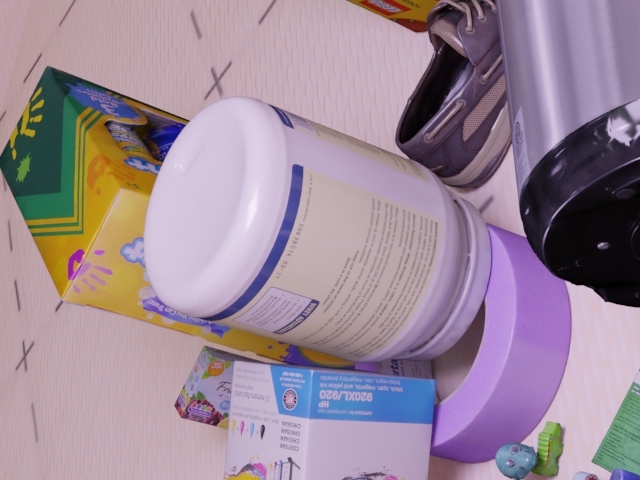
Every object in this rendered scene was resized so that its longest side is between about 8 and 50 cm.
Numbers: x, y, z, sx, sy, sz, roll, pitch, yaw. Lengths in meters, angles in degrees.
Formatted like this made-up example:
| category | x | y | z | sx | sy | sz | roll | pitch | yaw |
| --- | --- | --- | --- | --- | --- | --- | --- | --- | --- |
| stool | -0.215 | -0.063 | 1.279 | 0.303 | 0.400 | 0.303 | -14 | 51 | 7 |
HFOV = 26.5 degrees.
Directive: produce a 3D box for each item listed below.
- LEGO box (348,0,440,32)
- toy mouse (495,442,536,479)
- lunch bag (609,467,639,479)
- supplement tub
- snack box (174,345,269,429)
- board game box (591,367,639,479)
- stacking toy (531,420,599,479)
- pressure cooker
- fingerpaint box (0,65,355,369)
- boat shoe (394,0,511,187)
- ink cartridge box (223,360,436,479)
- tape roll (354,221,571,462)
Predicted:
| category | x | y | z | sx | sy | sz | roll | pitch | yaw |
| --- | --- | --- | --- | --- | --- | --- | --- | --- | --- |
| LEGO box | 0.026 | -0.528 | 1.695 | 0.193 | 0.500 | 0.372 | -4 | 71 | 54 |
| toy mouse | 0.191 | 0.265 | 1.446 | 0.143 | 0.031 | 0.161 | -82 | 15 | -61 |
| lunch bag | 0.236 | 0.345 | 1.221 | 0.221 | 0.138 | 0.293 | -13 | 55 | 58 |
| supplement tub | 0.000 | 0.000 | 1.471 | 0.235 | 0.325 | 0.235 | -30 | 51 | 45 |
| snack box | -0.116 | 0.209 | 1.867 | 0.100 | 0.141 | 0.037 | -64 | 33 | 12 |
| board game box | 0.373 | 0.196 | 1.230 | 0.260 | 0.030 | 0.136 | 28 | 91 | 51 |
| stacking toy | 0.257 | 0.296 | 1.365 | 0.167 | 0.052 | 0.221 | -1 | 73 | 55 |
| pressure cooker | 0.336 | -0.191 | 1.196 | 0.370 | 0.375 | 0.420 | -36 | 48 | 46 |
| fingerpaint box | -0.146 | -0.021 | 1.748 | 0.163 | 0.445 | 0.371 | -60 | 34 | 15 |
| boat shoe | 0.200 | -0.238 | 1.637 | 0.132 | 0.130 | 0.355 | 29 | 99 | 56 |
| ink cartridge box | 0.004 | 0.257 | 1.497 | 0.171 | 0.168 | 0.232 | -1 | 83 | 56 |
| tape roll | 0.158 | 0.113 | 1.566 | 0.275 | 0.090 | 0.274 | -31 | 50 | 45 |
